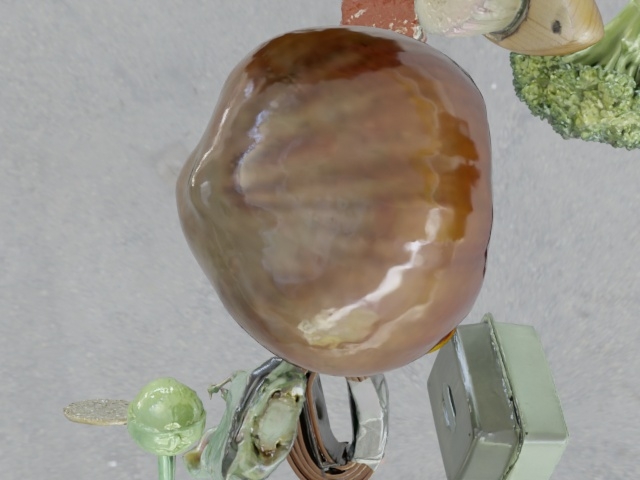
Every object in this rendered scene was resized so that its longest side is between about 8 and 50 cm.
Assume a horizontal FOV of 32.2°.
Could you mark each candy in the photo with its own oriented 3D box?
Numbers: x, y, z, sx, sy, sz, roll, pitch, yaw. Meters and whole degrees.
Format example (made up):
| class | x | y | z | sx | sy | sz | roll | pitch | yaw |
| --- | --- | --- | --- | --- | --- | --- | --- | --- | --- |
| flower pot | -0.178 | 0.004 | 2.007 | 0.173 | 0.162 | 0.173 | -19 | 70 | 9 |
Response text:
| class | x | y | z | sx | sy | sz | roll | pitch | yaw |
| --- | --- | --- | --- | --- | --- | --- | --- | --- | --- |
| candy | -0.196 | 0.324 | 1.420 | 0.092 | 0.093 | 0.335 | 31 | 128 | 43 |

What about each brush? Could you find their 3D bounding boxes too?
| class | x | y | z | sx | sy | sz | roll | pitch | yaw |
| --- | --- | --- | --- | --- | --- | --- | --- | --- | --- |
| brush | 0.275 | -0.348 | 1.604 | 0.267 | 0.166 | 0.174 | 44 | 133 | 41 |

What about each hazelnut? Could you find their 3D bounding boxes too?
| class | x | y | z | sx | sy | sz | roll | pitch | yaw |
| --- | --- | --- | --- | --- | --- | --- | --- | --- | --- |
| hazelnut | 0.007 | -0.024 | 0.676 | 0.210 | 0.186 | 0.210 | 0 | 92 | -6 |

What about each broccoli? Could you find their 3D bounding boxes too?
| class | x | y | z | sx | sy | sz | roll | pitch | yaw |
| --- | --- | --- | --- | --- | --- | --- | --- | --- | --- |
| broccoli | 0.461 | -0.258 | 1.796 | 0.288 | 0.260 | 0.235 | 1 | 79 | -24 |

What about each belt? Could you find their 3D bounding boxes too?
| class | x | y | z | sx | sy | sz | roll | pitch | yaw |
| --- | --- | --- | --- | --- | --- | --- | --- | --- | --- |
| belt | 0.023 | 0.278 | 1.810 | 0.184 | 0.105 | 0.261 | -11 | 98 | 7 |

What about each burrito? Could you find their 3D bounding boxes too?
| class | x | y | z | sx | sy | sz | roll | pitch | yaw |
| --- | --- | --- | --- | --- | --- | --- | --- | --- | --- |
| burrito | -0.084 | 0.207 | 1.226 | 0.089 | 0.229 | 0.144 | 26 | 75 | -10 |

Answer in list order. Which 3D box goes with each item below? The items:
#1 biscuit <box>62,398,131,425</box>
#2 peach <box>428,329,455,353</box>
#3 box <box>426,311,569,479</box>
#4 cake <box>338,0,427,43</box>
| class | x | y | z | sx | sy | sz | roll | pitch | yaw |
| --- | --- | --- | --- | --- | --- | --- | --- | --- | --- |
| biscuit | -0.390 | 0.311 | 2.002 | 0.152 | 0.152 | 0.020 | 4 | 97 | 9 |
| peach | 0.151 | 0.110 | 1.711 | 0.138 | 0.138 | 0.138 | -1 | 80 | 8 |
| box | 0.293 | 0.285 | 1.878 | 0.166 | 0.220 | 0.290 | 4 | 43 | -12 |
| cake | 0.112 | -0.363 | 1.926 | 0.151 | 0.283 | 0.177 | 2 | 37 | 6 |
